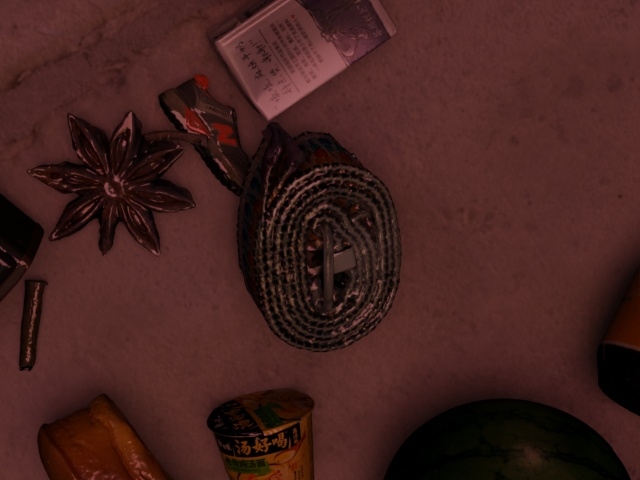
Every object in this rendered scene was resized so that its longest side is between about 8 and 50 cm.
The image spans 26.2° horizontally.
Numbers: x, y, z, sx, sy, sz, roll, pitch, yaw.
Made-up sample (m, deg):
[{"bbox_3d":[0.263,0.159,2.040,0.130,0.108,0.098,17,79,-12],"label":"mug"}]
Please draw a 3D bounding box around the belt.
[{"bbox_3d":[0.000,0.000,1.842,0.207,0.160,0.295,-2,111,-17],"label":"belt"}]

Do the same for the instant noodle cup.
[{"bbox_3d":[-0.074,0.288,1.908,0.151,0.151,0.122,-10,108,-6],"label":"instant noodle cup"}]

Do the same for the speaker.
[{"bbox_3d":[-0.497,0.042,1.792,0.153,0.192,0.231,41,98,-16],"label":"speaker"}]

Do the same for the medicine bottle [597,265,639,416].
[{"bbox_3d":[0.554,0.063,1.918,0.243,0.242,0.395,26,79,-8],"label":"medicine bottle"}]

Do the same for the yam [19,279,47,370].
[{"bbox_3d":[-0.399,0.120,1.907,0.033,0.027,0.129,5,95,-6],"label":"yam"}]

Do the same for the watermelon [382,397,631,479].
[{"bbox_3d":[0.257,0.379,1.854,0.363,0.363,0.363,-1,95,-6],"label":"watermelon"}]

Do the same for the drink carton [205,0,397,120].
[{"bbox_3d":[-0.028,-0.280,1.868,0.222,0.102,0.134,-35,112,-3],"label":"drink carton"}]

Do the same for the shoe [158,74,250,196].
[{"bbox_3d":[-0.137,-0.143,1.895,0.077,0.074,0.194,-41,96,-10],"label":"shoe"}]

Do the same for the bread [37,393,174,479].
[{"bbox_3d":[-0.270,0.338,1.859,0.143,0.195,0.269,-37,94,-9],"label":"bread"}]

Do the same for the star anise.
[{"bbox_3d":[-0.265,-0.085,1.877,0.262,0.081,0.230,-32,97,8],"label":"star anise"}]
